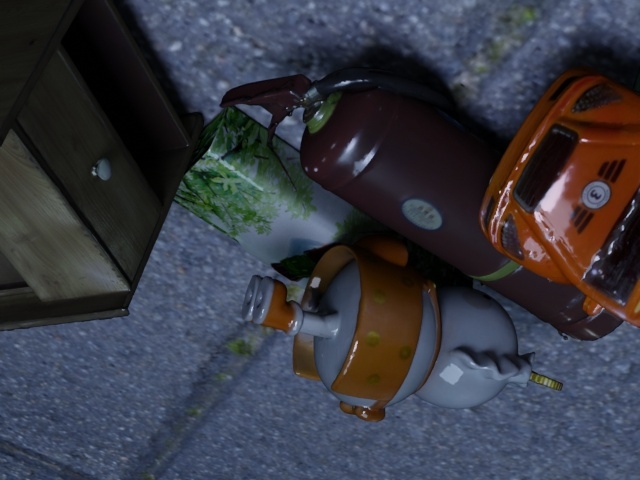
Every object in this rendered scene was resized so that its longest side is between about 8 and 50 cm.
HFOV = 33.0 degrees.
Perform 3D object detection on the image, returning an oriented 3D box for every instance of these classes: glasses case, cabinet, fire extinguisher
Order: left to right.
[{"bbox_3d":[-0.201,-0.072,0.783,0.148,0.215,0.175,-7,135,23],"label":"cabinet"},{"bbox_3d":[0.000,0.000,0.921,0.272,0.062,0.095,33,136,-20],"label":"glasses case"},{"bbox_3d":[0.087,-0.037,0.822,0.341,0.105,0.141,31,144,-22],"label":"fire extinguisher"}]

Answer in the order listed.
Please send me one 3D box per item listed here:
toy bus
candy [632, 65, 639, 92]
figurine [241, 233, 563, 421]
[{"bbox_3d":[0.278,0.013,0.730,0.329,0.153,0.143,24,107,-18],"label":"toy bus"},{"bbox_3d":[0.225,-0.137,0.718,0.062,0.058,0.194,20,149,12],"label":"candy"},{"bbox_3d":[0.070,0.085,0.854,0.271,0.143,0.143,32,136,-18],"label":"figurine"}]
